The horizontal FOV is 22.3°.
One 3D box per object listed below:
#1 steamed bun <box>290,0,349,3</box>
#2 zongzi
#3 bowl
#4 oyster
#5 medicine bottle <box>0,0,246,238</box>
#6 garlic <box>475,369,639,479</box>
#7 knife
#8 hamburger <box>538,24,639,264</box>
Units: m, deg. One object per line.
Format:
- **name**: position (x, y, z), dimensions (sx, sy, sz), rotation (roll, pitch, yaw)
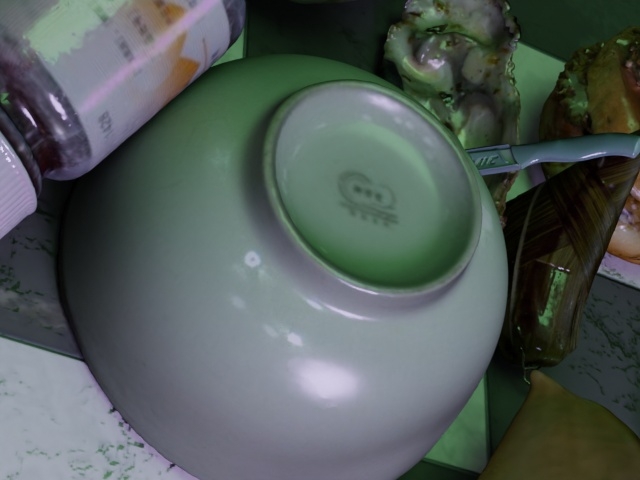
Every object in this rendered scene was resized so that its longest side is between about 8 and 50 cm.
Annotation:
- **steamed bun**: position (0.010, -0.388, 1.381), dimensions (0.339, 0.247, 0.352), rotation (-27, 91, -18)
- **zongzi**: position (0.222, 0.013, 1.391), dimensions (0.084, 0.184, 0.187), rotation (25, 50, -27)
- **bowl**: position (0.000, 0.000, 1.201), dimensions (0.354, 0.185, 0.353), rotation (13, 59, -22)
- **oyster**: position (0.115, -0.088, 1.457), dimensions (0.129, 0.078, 0.345), rotation (2, 60, 0)
- **medicine bottle**: position (-0.195, -0.123, 1.124), dimensions (0.165, 0.165, 0.273), rotation (46, 70, -3)
- **garlic**: position (0.126, 0.254, 1.220), dimensions (0.338, 0.151, 0.196), rotation (-34, 73, -32)
- **knife**: position (0.169, -0.071, 1.386), dimensions (0.015, 0.210, 0.028), rotation (60, 26, -63)
- **hamburger**: position (0.338, -0.111, 1.540), dimensions (0.261, 0.211, 0.245), rotation (17, 50, -33)
